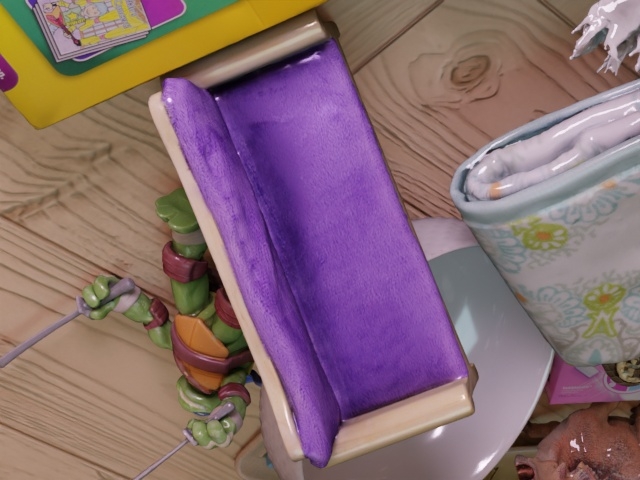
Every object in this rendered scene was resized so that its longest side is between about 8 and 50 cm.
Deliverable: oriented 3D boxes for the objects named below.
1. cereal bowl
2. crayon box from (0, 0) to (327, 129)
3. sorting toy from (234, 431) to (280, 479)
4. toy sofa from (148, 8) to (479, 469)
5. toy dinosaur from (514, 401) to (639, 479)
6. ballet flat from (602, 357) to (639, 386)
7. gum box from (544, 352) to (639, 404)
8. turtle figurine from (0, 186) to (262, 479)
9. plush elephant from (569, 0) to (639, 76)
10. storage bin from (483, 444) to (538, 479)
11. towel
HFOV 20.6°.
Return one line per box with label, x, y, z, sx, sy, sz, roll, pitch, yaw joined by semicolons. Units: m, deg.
cereal bowl;0.070;0.121;1.757;0.339;0.141;0.339;-23;129;-31
crayon box;-0.173;-0.284;1.327;0.313;0.106;0.363;-24;137;10
sorting toy;0.034;0.226;1.985;0.193;0.038;0.208;18;130;-30
toy sofa;0.000;0.000;1.487;0.150;0.362;0.177;-21;-177;10
toy dinosaur;0.331;0.249;1.962;0.296;0.200;0.127;-1;137;-13
ballet flat;0.336;0.048;1.798;0.084;0.058;0.250;-1;119;-14
gum box;0.332;0.118;1.921;0.188;0.062;0.107;-2;136;-11
turtle figurine;-0.147;0.099;1.686;0.275;0.198;0.266;0;133;-19
plush elephant;0.298;-0.256;1.388;0.272;0.255;0.330;32;91;7
storage bin;0.258;0.378;2.036;0.262;0.260;0.123;-3;151;-11
towel;0.343;-0.026;1.618;0.374;0.090;0.320;-21;138;16
